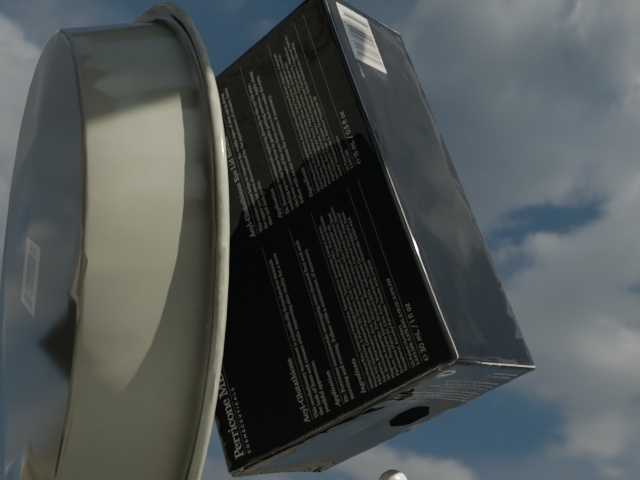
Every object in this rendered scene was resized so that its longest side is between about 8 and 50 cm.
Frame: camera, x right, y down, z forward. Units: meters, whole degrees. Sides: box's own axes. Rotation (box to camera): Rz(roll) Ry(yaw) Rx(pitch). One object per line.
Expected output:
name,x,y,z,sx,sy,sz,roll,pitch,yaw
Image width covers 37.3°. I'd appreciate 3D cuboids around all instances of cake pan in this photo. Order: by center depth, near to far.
cake pan,-0.119,0.024,0.476,0.054,0.293,0.293,5,-33,-25

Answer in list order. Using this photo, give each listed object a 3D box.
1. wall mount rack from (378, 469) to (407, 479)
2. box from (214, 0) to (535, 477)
wall mount rack,0.012,0.313,0.618,0.130,0.350,0.304,6,-46,54
box,0.000,0.000,0.630,0.184,0.261,0.103,-32,-27,29
